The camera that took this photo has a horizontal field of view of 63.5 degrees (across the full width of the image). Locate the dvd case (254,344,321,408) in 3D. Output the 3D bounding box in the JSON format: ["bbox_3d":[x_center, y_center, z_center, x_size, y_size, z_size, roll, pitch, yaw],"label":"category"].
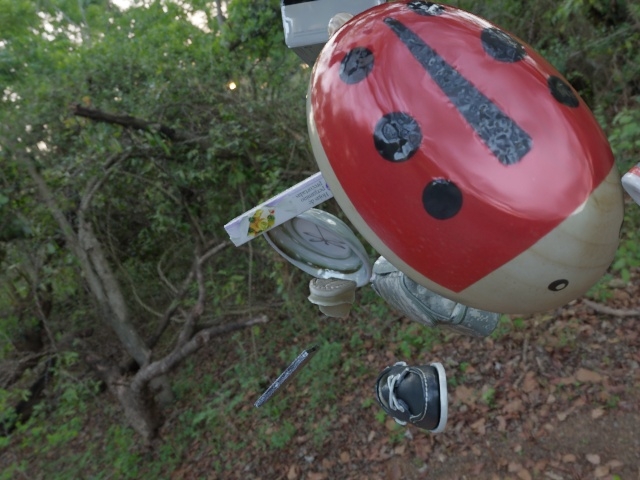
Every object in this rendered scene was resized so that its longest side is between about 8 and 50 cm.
[{"bbox_3d":[-0.072,0.320,1.241,0.164,0.018,0.221,-47,-11,-1],"label":"dvd case"}]

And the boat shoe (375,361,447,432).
[{"bbox_3d":[0.150,0.268,0.893,0.091,0.114,0.302,4,-19,1],"label":"boat shoe"}]

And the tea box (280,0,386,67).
[{"bbox_3d":[0.032,-0.593,1.181,0.220,0.323,0.329,-5,9,8],"label":"tea box"}]

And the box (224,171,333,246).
[{"bbox_3d":[-0.085,-0.083,1.250,0.324,0.063,0.067,-26,13,21],"label":"box"}]

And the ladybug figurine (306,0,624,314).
[{"bbox_3d":[0.162,-0.113,0.599,0.305,0.449,0.162,-44,-8,-6],"label":"ladybug figurine"}]

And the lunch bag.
[{"bbox_3d":[0.276,0.104,1.275,0.305,0.256,0.212,148,141,-81],"label":"lunch bag"}]

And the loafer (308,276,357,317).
[{"bbox_3d":[0.037,0.137,1.225,0.102,0.092,0.268,6,-1,15],"label":"loafer"}]

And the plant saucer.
[{"bbox_3d":[0.000,0.000,1.652,0.400,0.400,0.100,-9,46,54],"label":"plant saucer"}]

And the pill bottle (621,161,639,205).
[{"bbox_3d":[0.716,-0.154,0.926,0.283,0.161,0.161,-45,8,17],"label":"pill bottle"}]
